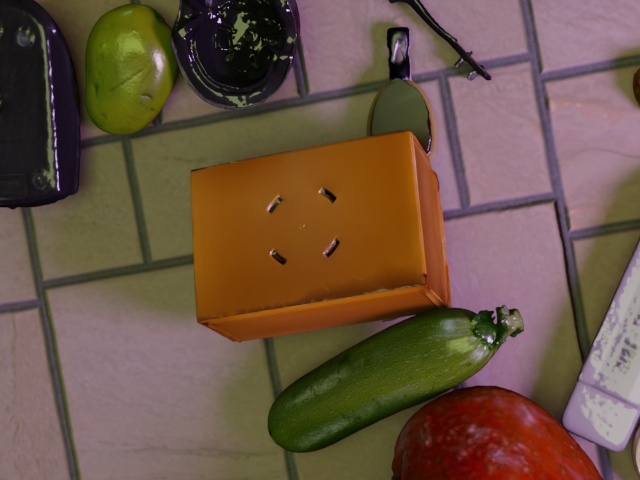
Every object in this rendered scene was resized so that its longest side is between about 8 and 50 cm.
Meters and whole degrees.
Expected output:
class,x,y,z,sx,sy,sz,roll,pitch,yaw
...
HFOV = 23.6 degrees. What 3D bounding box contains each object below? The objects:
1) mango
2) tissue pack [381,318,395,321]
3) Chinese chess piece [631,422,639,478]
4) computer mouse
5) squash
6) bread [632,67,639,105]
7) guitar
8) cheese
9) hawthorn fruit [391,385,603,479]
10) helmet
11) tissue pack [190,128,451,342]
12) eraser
class,x,y,z,sx,sy,sz,roll,pitch,yaw
mango,-0.232,-0.212,1.895,0.117,0.089,0.163,5,107,5
tissue pack,0.107,0.059,1.848,0.083,0.042,0.062,-18,87,14
Chinese chess piece,0.424,0.247,1.780,0.122,0.051,0.122,1,94,13
computer mouse,-0.386,-0.175,1.921,0.170,0.100,0.269,1,99,18
squash,0.078,0.157,1.792,0.378,0.101,0.101,-29,86,36
bread,0.403,-0.180,1.762,0.081,0.046,0.083,46,104,13
guitar,0.106,-0.286,1.818,0.038,0.084,0.271,-40,91,16
cheese,0.095,-0.175,1.839,0.086,0.036,0.163,-2,93,16
hawthorn fruit,0.187,0.316,1.745,0.284,0.284,0.284,1,94,13
helmet,-0.094,-0.257,1.847,0.153,0.107,0.177,13,115,9
tissue pack,0.000,0.000,1.795,0.274,0.145,0.195,-9,73,15
eraser,0.385,0.072,1.771,0.089,0.061,0.352,24,99,18
